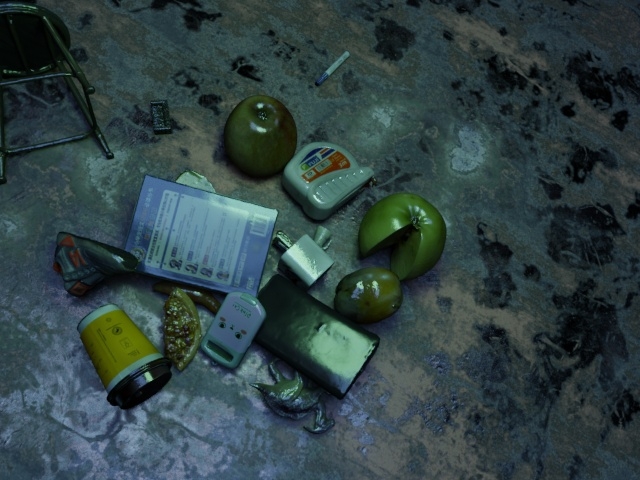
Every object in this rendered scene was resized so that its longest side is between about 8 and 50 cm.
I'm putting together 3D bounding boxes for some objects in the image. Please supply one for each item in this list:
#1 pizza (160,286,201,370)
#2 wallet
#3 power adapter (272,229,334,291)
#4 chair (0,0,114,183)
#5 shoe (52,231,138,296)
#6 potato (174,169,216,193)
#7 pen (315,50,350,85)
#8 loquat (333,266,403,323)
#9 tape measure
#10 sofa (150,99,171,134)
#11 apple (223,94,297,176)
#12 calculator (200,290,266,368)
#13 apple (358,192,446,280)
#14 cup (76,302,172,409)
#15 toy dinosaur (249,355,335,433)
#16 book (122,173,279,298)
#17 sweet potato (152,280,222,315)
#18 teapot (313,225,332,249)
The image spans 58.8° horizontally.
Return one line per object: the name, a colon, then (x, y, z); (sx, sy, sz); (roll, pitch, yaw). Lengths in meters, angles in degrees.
pizza: (-0.417, 0.265, 1.697); (0.127, 0.058, 0.247); (9, 81, -15)
wallet: (-0.041, 0.285, 1.739); (0.406, 0.062, 0.228); (30, 66, 18)
power adapter: (-0.074, 0.051, 1.837); (0.205, 0.130, 0.125); (44, 68, 7)
chair: (-0.892, -0.475, 1.741); (0.361, 0.365, 0.410); (-17, 70, -17)
shoe: (-0.672, 0.083, 1.638); (0.336, 0.132, 0.171); (12, 80, 36)
potato: (-0.433, -0.078, 1.810); (0.160, 0.111, 0.272); (27, 80, -9)
pen: (0.047, -0.661, 2.183); (0.025, 0.025, 0.204); (39, 68, 4)
loquat: (0.152, 0.177, 1.812); (0.227, 0.179, 0.179); (-15, 73, -3)
tape measure: (0.019, -0.210, 1.957); (0.258, 0.130, 0.265); (-38, 76, -24)
sofa: (-0.551, -0.426, 1.958); (0.060, 0.039, 0.118); (-7, 72, -14)
apple: (-0.197, -0.353, 1.905); (0.256, 0.234, 0.257); (6, 67, -13)
calculator: (-0.263, 0.272, 1.707); (0.141, 0.045, 0.246); (32, 96, 11)
apple: (0.271, -0.016, 1.869); (0.291, 0.254, 0.292); (6, 65, -14)
cup: (-0.560, 0.325, 1.609); (0.196, 0.196, 0.280); (-35, 71, -21)
toy dinosaur: (-0.069, 0.463, 1.713); (0.294, 0.077, 0.162); (28, 60, -3)
book: (-0.367, -0.007, 1.742); (0.427, 0.039, 0.300); (16, 83, -9)
sweet potato: (-0.395, 0.173, 1.763); (0.255, 0.058, 0.078); (25, 83, -5)
teapot: (0.000, 0.000, 1.914); (0.067, 0.057, 0.083); (31, 74, 4)
